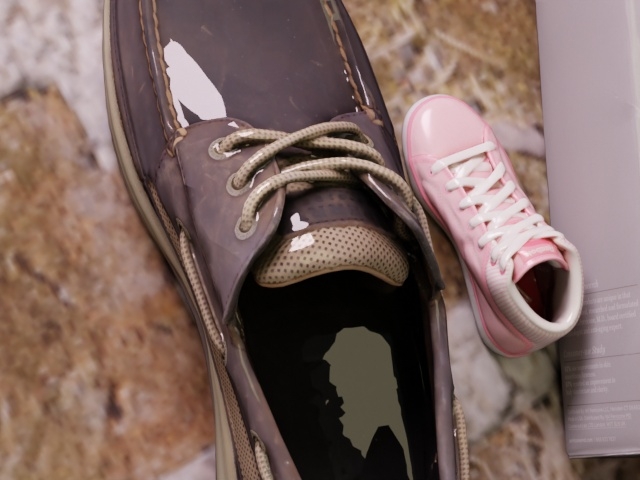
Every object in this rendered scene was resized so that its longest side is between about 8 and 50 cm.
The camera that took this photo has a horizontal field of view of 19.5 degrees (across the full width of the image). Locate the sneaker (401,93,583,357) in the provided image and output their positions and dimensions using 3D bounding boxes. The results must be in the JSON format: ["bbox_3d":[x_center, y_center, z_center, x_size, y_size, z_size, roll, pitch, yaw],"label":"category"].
[{"bbox_3d":[0.085,-0.011,0.879,0.051,0.070,0.134,-21,89,-18],"label":"sneaker"}]

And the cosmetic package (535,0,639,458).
[{"bbox_3d":[0.183,-0.016,0.898,0.127,0.107,0.238,1,80,-20],"label":"cosmetic package"}]

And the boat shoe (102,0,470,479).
[{"bbox_3d":[0.000,0.000,0.815,0.132,0.130,0.355,-16,89,-20],"label":"boat shoe"}]
